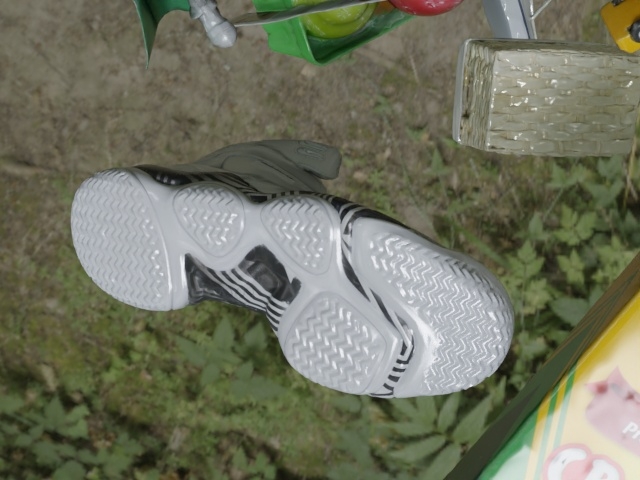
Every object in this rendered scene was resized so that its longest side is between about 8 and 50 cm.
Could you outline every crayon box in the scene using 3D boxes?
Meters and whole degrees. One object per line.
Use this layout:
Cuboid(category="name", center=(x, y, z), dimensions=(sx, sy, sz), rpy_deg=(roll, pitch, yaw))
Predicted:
Cuboid(category="crayon box", center=(0.243, 0.118, 0.591), dimensions=(0.202, 0.081, 0.318), rpy_deg=(37, 101, 3))

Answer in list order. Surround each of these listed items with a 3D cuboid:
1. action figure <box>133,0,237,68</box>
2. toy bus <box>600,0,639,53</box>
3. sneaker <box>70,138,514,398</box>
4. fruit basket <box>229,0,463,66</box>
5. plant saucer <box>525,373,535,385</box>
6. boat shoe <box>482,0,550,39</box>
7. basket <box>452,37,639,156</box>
Cuboid(category="action figure", center=(-0.076, -0.180, 0.470), dimensions=(0.063, 0.137, 0.232), rpy_deg=(33, 174, 18))
Cuboid(category="toy bus", center=(0.678, -0.444, 1.679), dimensions=(0.333, 0.108, 0.130), rpy_deg=(-31, 138, 23))
Cuboid(category="sneaker", center=(0.000, 0.000, 0.757), dimensions=(0.366, 0.210, 0.137), rpy_deg=(15, 113, 26))
Cuboid(category="fruit basket", center=(0.090, -0.337, 1.139), dimensions=(0.353, 0.327, 0.165), rpy_deg=(-3, 115, 51))
Cuboid(category="plant saucer", center=(0.214, 0.185, 0.770), dimensions=(0.029, 0.168, 0.168), rpy_deg=(-40, 112, 14))
Cuboid(category="boat shoe", center=(0.350, -0.477, 1.616), dimensions=(0.156, 0.136, 0.367), rpy_deg=(-19, 105, 0))
Cuboid(category="basket", center=(0.229, -0.143, 0.955), dimensions=(0.167, 0.103, 0.113), rpy_deg=(1, 106, -7))
